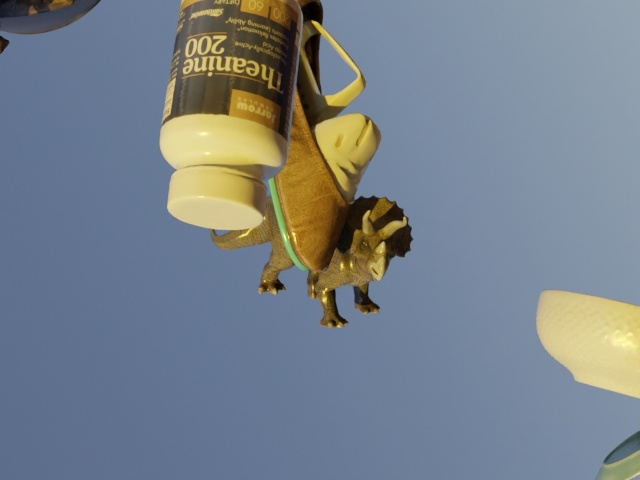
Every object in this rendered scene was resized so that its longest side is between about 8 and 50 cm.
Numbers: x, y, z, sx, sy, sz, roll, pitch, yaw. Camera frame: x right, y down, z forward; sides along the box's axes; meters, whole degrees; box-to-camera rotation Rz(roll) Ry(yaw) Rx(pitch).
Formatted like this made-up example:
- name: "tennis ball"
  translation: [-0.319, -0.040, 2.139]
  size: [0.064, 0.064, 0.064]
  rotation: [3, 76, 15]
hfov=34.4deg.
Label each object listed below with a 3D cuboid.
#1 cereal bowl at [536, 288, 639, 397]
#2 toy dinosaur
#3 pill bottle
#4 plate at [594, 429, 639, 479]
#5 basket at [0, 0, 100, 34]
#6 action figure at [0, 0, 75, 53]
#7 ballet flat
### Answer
- name: "cereal bowl"
  translation: [0.523, 0.189, 1.740]
  size: [0.339, 0.339, 0.141]
  rotation: [17, -94, -43]
- name: "toy dinosaur"
  translation: [0.000, 0.000, 1.186]
  size: [0.121, 0.314, 0.160]
  rotation: [-9, -67, -40]
- name: "pill bottle"
  translation: [-0.047, -0.070, 0.538]
  size: [0.067, 0.067, 0.120]
  rotation: [21, -113, -41]
- name: "plate"
  translation: [0.466, 0.297, 1.490]
  size: [0.188, 0.188, 0.024]
  rotation: [-23, -104, -52]
- name: "basket"
  translation: [-0.314, -0.268, 0.960]
  size: [0.154, 0.204, 0.227]
  rotation: [64, -162, -8]
- name: "action figure"
  translation: [-0.275, -0.274, 0.727]
  size: [0.285, 0.099, 0.185]
  rotation: [77, -150, -43]
- name: "ballet flat"
  translation: [-0.005, -0.134, 1.113]
  size: [0.116, 0.124, 0.342]
  rotation: [47, -154, -56]
